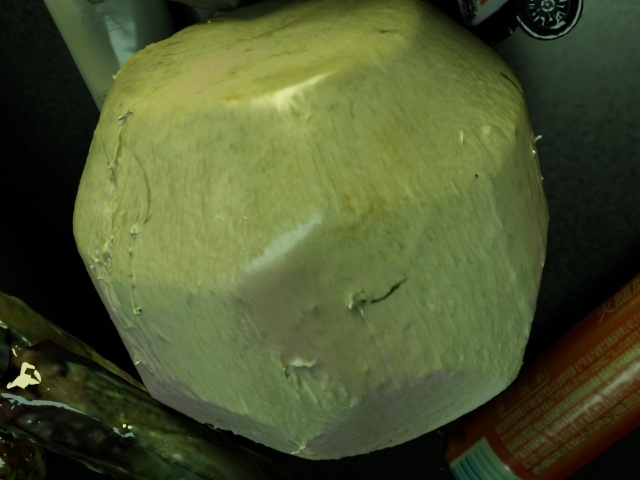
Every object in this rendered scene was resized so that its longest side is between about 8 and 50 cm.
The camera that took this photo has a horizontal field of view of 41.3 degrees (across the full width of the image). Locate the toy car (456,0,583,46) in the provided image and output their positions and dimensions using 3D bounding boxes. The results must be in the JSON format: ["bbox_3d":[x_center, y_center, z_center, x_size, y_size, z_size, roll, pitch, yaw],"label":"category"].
[{"bbox_3d":[0.129,-0.185,0.381,0.210,0.089,0.108,-39,107,26],"label":"toy car"}]

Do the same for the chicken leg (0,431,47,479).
[{"bbox_3d":[-0.340,0.155,0.690,0.252,0.087,0.107,26,130,1],"label":"chicken leg"}]

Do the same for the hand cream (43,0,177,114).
[{"bbox_3d":[-0.118,-0.127,0.492,0.087,0.054,0.186,-16,110,10],"label":"hand cream"}]

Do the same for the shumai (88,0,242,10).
[{"bbox_3d":[-0.047,-0.261,0.358,0.346,0.217,0.283,29,153,5],"label":"shumai"}]

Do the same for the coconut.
[{"bbox_3d":[-0.001,-0.001,0.436,0.227,0.227,0.230,-7,123,16],"label":"coconut"}]

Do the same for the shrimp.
[{"bbox_3d":[-0.163,0.088,0.496,0.272,0.085,0.445,8,155,50],"label":"shrimp"}]

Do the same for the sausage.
[{"bbox_3d":[0.190,0.080,0.538,0.083,0.083,0.264,36,119,-11],"label":"sausage"}]
